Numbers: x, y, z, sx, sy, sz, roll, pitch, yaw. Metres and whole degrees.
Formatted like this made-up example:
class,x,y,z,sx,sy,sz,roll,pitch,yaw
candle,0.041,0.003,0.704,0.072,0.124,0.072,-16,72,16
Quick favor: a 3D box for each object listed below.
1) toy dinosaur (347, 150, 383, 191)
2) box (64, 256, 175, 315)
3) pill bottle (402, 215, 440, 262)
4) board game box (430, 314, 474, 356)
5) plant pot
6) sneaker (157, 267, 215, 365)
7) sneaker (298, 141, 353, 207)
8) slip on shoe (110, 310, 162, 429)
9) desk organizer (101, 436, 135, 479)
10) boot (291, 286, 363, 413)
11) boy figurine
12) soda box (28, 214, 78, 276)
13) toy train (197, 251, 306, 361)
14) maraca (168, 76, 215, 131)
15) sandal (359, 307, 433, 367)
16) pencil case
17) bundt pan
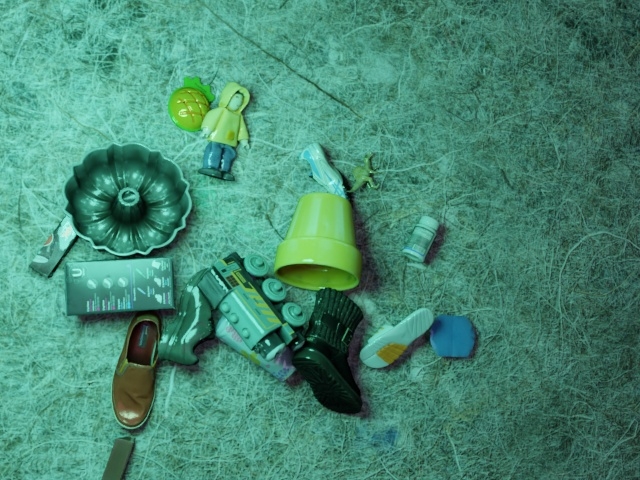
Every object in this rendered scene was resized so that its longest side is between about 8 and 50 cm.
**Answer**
class,x,y,z,sx,sy,sz,roll,pitch,yaw
toy dinosaur,0.140,-0.195,1.829,0.093,0.053,0.183,30,61,-6
box,-0.536,0.120,1.561,0.271,0.165,0.143,-3,88,-16
pill bottle,0.326,-0.005,1.855,0.078,0.078,0.137,31,79,-12
board game box,0.424,0.312,1.887,0.169,0.033,0.133,5,80,-20
plant pot,0.000,0.000,1.691,0.254,0.254,0.238,11,67,-15
sneaker,-0.344,0.216,1.616,0.130,0.109,0.286,19,74,4
sneaker,0.022,-0.192,1.790,0.086,0.085,0.237,-31,104,20
slip on shoe,-0.505,0.355,1.590,0.123,0.101,0.331,12,85,-16
desk organizer,-0.558,0.606,1.587,0.050,0.047,0.130,19,82,-11
boot,0.059,0.335,1.730,0.348,0.131,0.260,62,36,-37
boy figurine,-0.270,-0.318,1.687,0.177,0.092,0.285,16,88,-49
soda box,-0.717,0.016,1.576,0.060,0.053,0.168,33,78,-11
toy train,-0.184,0.178,1.572,0.334,0.142,0.190,51,37,13
maraca,-0.374,-0.397,1.678,0.127,0.099,0.185,35,56,-29
sandal,0.237,0.298,1.810,0.265,0.076,0.102,-36,111,-1
pencil case,-0.179,0.291,1.679,0.273,0.113,0.124,38,51,-10
bundt pan,-0.524,-0.096,1.576,0.331,0.124,0.330,6,69,-17
